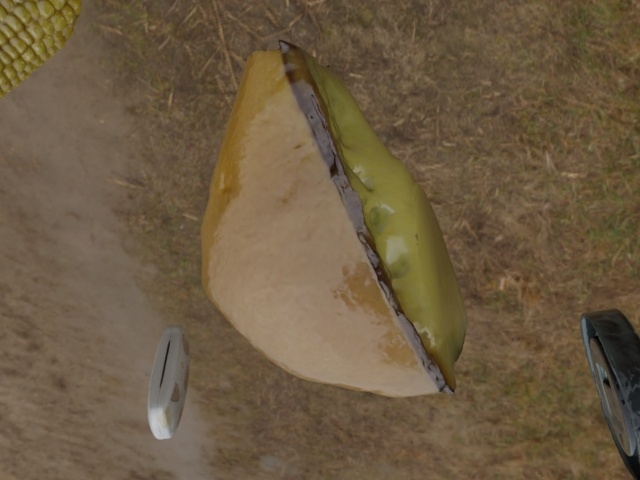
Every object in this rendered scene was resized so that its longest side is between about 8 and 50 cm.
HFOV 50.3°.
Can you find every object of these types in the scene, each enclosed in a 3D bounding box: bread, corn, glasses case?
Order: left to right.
[{"bbox_3d":[-0.338,-0.150,0.606,0.106,0.305,0.106,37,164,13],"label":"corn"},{"bbox_3d":[-0.194,0.179,0.881,0.041,0.164,0.063,-3,128,1],"label":"glasses case"},{"bbox_3d":[0.000,0.000,0.488,0.163,0.204,0.262,-28,91,9],"label":"bread"}]

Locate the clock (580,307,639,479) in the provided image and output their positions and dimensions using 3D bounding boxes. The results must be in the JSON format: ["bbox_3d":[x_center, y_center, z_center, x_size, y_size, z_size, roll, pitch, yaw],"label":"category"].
[{"bbox_3d":[0.397,0.198,0.888,0.049,0.226,0.226,-17,135,11],"label":"clock"}]
